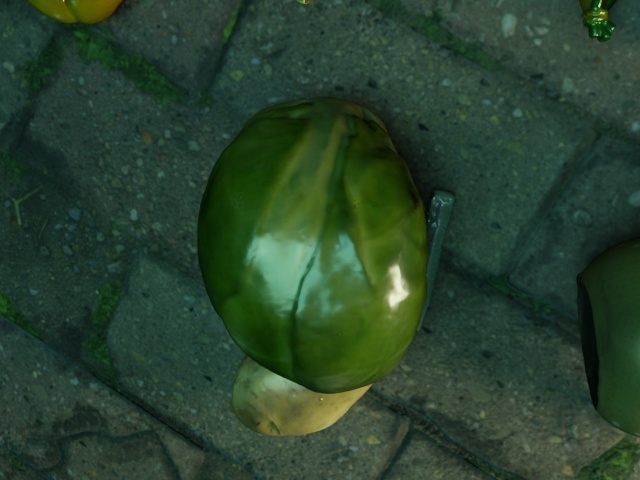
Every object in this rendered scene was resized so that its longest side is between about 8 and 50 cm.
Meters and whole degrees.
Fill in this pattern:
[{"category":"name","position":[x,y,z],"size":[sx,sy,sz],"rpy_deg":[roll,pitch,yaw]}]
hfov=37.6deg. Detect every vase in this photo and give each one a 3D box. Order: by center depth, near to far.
[{"category":"vase","position":[0.468,0.137,1.113],"size":[0.303,0.240,0.329],"rpy_deg":[-7,132,8]}]

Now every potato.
[{"category":"potato","position":[-0.024,0.190,1.347],"size":[0.161,0.128,0.234],"rpy_deg":[38,111,-11]}]

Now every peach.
[{"category":"peach","position":[-0.343,-0.385,1.298],"size":[0.179,0.103,0.179],"rpy_deg":[7,111,18]}]

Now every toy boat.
[{"category":"toy boat","position":[0.374,-0.326,1.056],"size":[0.229,0.089,0.088],"rpy_deg":[-45,72,14]}]

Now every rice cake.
[{"category":"rice cake","position":[0.145,0.028,1.279],"size":[0.033,0.033,0.207],"rpy_deg":[13,111,6]}]

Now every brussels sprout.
[{"category":"brussels sprout","position":[0.000,0.000,1.159],"size":[0.276,0.315,0.371],"rpy_deg":[-7,76,15]}]

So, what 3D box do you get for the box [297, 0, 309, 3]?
[{"category":"box","position":[-0.030,-0.397,1.222],"size":[0.089,0.022,0.156],"rpy_deg":[27,113,10]}]
